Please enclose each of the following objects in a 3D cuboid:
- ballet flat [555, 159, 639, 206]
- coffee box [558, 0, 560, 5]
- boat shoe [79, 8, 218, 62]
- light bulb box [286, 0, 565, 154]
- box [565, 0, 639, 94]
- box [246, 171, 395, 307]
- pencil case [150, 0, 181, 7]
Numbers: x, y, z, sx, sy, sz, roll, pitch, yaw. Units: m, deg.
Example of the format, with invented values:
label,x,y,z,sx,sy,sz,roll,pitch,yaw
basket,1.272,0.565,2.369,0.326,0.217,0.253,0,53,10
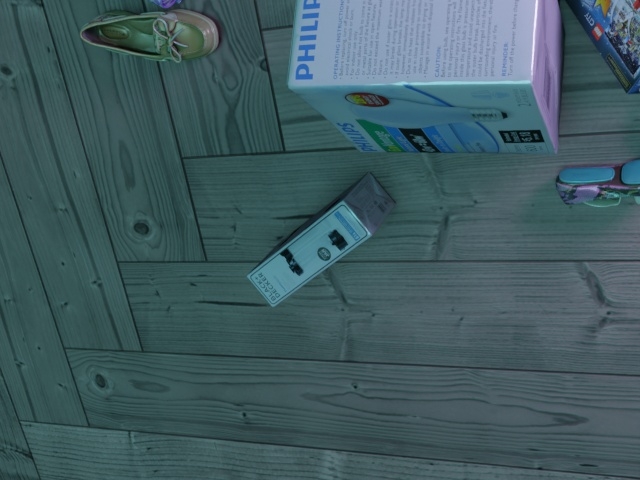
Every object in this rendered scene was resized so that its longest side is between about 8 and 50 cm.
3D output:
label,x,y,z,sx,sy,sz,roll,pitch,yaw
ballet flat,0.530,-0.097,1.496,0.221,0.077,0.079,-4,131,30
coffee box,0.342,-0.462,1.409,0.113,0.040,0.184,6,116,21
boat shoe,-0.342,-0.406,1.700,0.285,0.089,0.105,5,116,20
light bulb box,0.184,-0.289,1.346,0.361,0.358,0.225,3,81,22
box,0.469,-0.363,1.292,0.159,0.044,0.233,113,143,-52
box,0.000,0.000,1.705,0.290,0.169,0.087,-38,96,33
pencil case,-0.365,-0.532,1.655,0.206,0.086,0.088,27,88,7
